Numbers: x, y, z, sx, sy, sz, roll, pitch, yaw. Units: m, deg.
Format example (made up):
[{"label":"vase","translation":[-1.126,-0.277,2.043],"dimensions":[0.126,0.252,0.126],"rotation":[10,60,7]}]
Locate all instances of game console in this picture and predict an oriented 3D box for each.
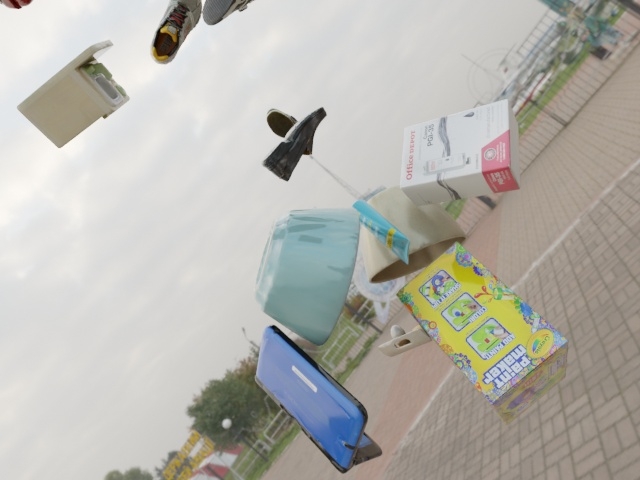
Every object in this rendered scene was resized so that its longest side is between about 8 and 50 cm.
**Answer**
[{"label":"game console","translation":[0.011,0.329,0.946],"dimensions":[0.173,0.293,0.250],"rotation":[-18,-49,-43]}]

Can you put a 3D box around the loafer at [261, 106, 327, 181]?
[{"label":"loafer","translation":[-0.040,-0.187,0.835],"dimensions":[0.170,0.061,0.062],"rotation":[-50,17,-12]}]

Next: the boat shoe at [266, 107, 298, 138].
[{"label":"boat shoe","translation":[-0.123,-0.419,1.577],"dimensions":[0.080,0.073,0.224],"rotation":[-36,-33,22]}]

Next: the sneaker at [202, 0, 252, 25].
[{"label":"sneaker","translation":[-0.316,-0.948,1.680],"dimensions":[0.331,0.122,0.146],"rotation":[-33,-10,24]}]

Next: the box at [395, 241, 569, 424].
[{"label":"box","translation":[0.347,0.203,0.921],"dimensions":[0.177,0.279,0.290],"rotation":[-41,-39,1]}]

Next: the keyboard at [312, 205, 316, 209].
[{"label":"keyboard","translation":[0.000,0.000,1.211],"dimensions":[0.256,0.014,0.072],"rotation":[-105,15,-51]}]

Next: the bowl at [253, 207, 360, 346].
[{"label":"bowl","translation":[-0.044,0.056,0.930],"dimensions":[0.311,0.163,0.311],"rotation":[-164,90,-80]}]

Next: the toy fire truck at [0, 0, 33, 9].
[{"label":"toy fire truck","translation":[-0.618,-0.598,0.861],"dimensions":[0.217,0.247,0.158],"rotation":[72,-149,-62]}]

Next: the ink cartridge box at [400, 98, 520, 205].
[{"label":"ink cartridge box","translation":[0.364,-0.221,1.143],"dimensions":[0.117,0.283,0.207],"rotation":[34,-123,-47]}]

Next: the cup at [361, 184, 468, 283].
[{"label":"cup","translation":[0.261,-0.036,1.381],"dimensions":[0.331,0.236,0.331],"rotation":[-20,-18,-7]}]

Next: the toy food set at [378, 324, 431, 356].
[{"label":"toy food set","translation":[0.355,0.274,1.483],"dimensions":[0.306,0.092,0.220],"rotation":[-28,-10,-41]}]

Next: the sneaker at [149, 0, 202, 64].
[{"label":"sneaker","translation":[-0.380,-0.568,1.148],"dimensions":[0.225,0.088,0.092],"rotation":[-59,26,15]}]

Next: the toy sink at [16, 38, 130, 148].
[{"label":"toy sink","translation":[-0.562,-0.350,1.039],"dimensions":[0.234,0.131,0.152],"rotation":[-33,29,10]}]

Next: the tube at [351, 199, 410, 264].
[{"label":"tube","translation":[0.155,-0.028,1.083],"dimensions":[0.052,0.207,0.080],"rotation":[-31,-40,-16]}]
